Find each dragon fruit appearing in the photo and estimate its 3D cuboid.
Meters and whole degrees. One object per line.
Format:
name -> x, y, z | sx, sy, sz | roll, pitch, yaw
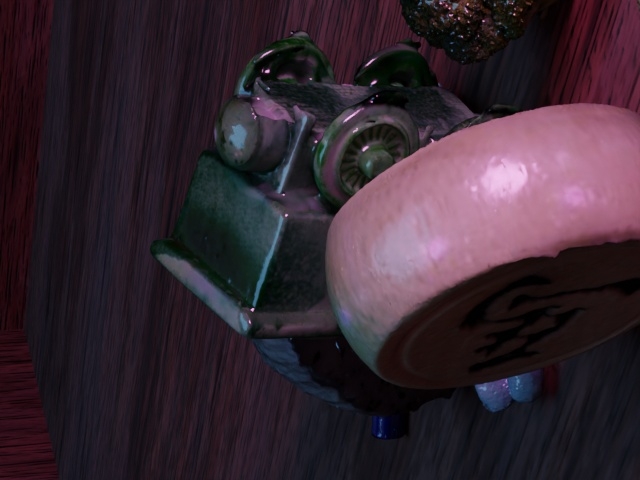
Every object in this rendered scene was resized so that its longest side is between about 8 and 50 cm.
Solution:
dragon fruit -> 0.000, 0.000, 1.558 | 0.221, 0.204, 0.283 | 22, 113, 56

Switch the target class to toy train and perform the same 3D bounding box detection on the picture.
toy train -> 0.026, -0.039, 1.301 | 0.145, 0.266, 0.202 | 39, 117, 41

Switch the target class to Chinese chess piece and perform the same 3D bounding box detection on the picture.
Chinese chess piece -> 0.127, 0.009, 1.164 | 0.250, 0.250, 0.101 | 121, 136, -58

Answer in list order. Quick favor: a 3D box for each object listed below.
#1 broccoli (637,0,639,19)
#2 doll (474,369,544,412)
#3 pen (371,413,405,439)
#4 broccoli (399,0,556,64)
broccoli -> 0.267, -0.137, 1.003 | 0.204, 0.122, 0.118 | 27, 134, 53
doll -> 0.143, 0.043, 1.424 | 0.120, 0.075, 0.180 | -18, 87, 28
pen -> 0.071, 0.060, 1.678 | 0.033, 0.033, 0.269 | -143, 53, -66
broccoli -> 0.122, -0.205, 1.322 | 0.162, 0.137, 0.146 | -169, 77, -69
